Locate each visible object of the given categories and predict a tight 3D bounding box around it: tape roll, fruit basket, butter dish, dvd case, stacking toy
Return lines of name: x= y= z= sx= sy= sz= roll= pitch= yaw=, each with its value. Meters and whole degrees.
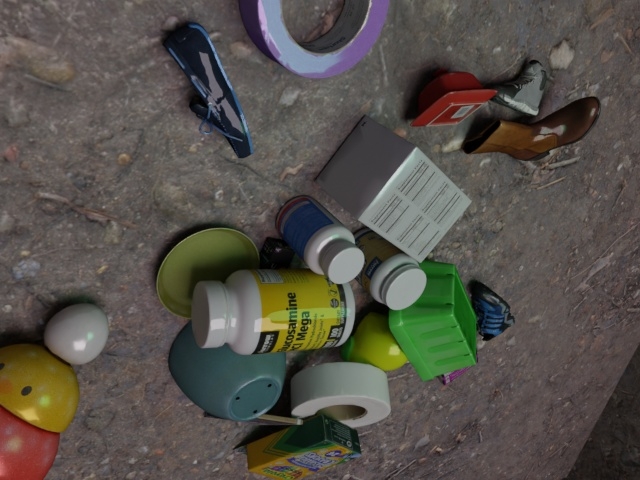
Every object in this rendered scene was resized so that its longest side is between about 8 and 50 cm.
tape roll: x=0.055 y=0.448 z=1.583 sx=0.286 sy=0.100 sz=0.286 roll=-3 pitch=144 yaw=-2
tape roll: x=-0.008 y=-0.449 z=1.027 sx=0.275 sy=0.090 sz=0.275 roll=-18 pitch=129 yaw=-24
fruit basket: x=0.242 y=0.247 z=1.609 sx=0.392 sy=0.283 sz=0.392 roll=8 pitch=143 yaw=6
butter dish: x=0.296 y=-0.345 z=1.293 sx=0.160 sy=0.118 sz=0.160 roll=-9 pitch=166 yaw=-27
dvd case: x=-0.182 y=0.490 z=1.523 sx=0.221 sy=0.164 sz=0.018 roll=25 pitch=59 yaw=-43
stacking toy: x=-0.597 y=0.316 z=1.063 sx=0.480 sy=0.351 sz=0.350 roll=-55 pitch=136 yaw=-16

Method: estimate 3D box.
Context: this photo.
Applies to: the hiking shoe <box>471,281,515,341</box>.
hiking shoe: x=0.570 y=0.254 z=1.883 sx=0.132 sy=0.113 sz=0.304 roll=-45 pitch=134 yaw=-1

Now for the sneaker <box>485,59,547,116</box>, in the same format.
sneaker: x=0.508 y=-0.405 z=1.421 sx=0.229 sy=0.086 sz=0.132 roll=2 pitch=114 yaw=-47

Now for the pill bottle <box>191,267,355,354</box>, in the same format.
pill bottle: x=-0.107 y=0.157 z=1.239 sx=0.334 sy=0.188 sz=0.188 roll=0 pitch=120 yaw=-28

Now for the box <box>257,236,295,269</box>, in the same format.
box: x=-0.108 y=0.043 z=1.319 sx=0.062 sy=0.052 sz=0.083 roll=13 pitch=111 yaw=-39

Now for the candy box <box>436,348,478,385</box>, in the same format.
candy box: x=0.460 y=0.379 z=1.923 sx=0.159 sy=0.071 sz=0.233 roll=-31 pitch=132 yaw=-12

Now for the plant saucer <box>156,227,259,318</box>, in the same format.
plant saucer: x=-0.254 y=0.070 z=1.249 sx=0.241 sy=0.037 sz=0.241 roll=-18 pitch=127 yaw=-24

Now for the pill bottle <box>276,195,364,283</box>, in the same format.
pill bottle: x=0.000 y=0.000 z=1.246 sx=0.124 sy=0.221 sz=0.124 roll=-17 pitch=128 yaw=-24

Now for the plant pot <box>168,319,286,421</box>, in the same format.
plant pot: x=-0.198 y=0.320 z=1.349 sx=0.290 sy=0.195 sz=0.290 roll=-17 pitch=127 yaw=-24

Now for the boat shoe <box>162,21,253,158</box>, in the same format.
boat shoe: x=-0.206 y=-0.265 z=1.026 sx=0.089 sy=0.109 sz=0.258 roll=-27 pitch=115 yaw=-7

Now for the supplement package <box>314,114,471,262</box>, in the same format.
supplement package: x=0.171 y=-0.116 z=1.298 sx=0.263 sy=0.199 sz=0.198 roll=31 pitch=100 yaw=-43

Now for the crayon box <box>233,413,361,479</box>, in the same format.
crayon box: x=-0.069 y=0.627 z=1.636 sx=0.323 sy=0.083 sz=0.203 roll=-28 pitch=138 yaw=21

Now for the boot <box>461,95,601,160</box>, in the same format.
boot: x=0.550 y=-0.302 z=1.451 sx=0.280 sy=0.096 sz=0.264 roll=1 pitch=162 yaw=-33

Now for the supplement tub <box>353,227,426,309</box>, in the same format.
supplement tub: x=0.161 y=0.071 z=1.419 sx=0.144 sy=0.200 sz=0.144 roll=-17 pitch=128 yaw=-24
